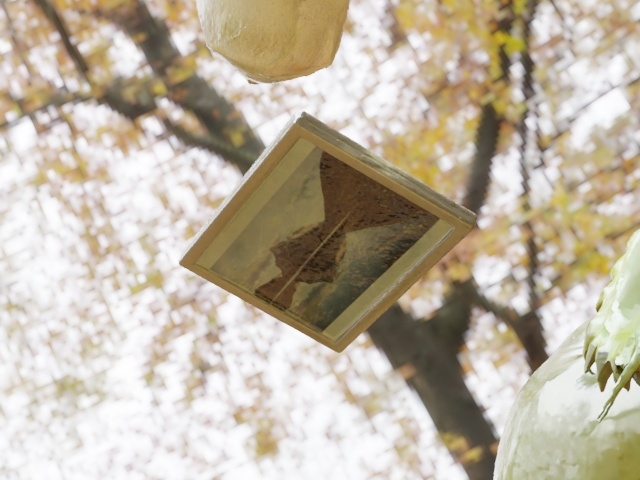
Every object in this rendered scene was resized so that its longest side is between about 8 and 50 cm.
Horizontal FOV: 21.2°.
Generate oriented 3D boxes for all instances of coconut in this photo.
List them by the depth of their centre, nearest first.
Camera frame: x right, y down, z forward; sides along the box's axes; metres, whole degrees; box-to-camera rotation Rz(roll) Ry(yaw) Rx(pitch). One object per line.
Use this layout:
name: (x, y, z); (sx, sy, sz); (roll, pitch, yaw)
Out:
coconut: (-0.047, -0.238, 1.755); (0.161, 0.161, 0.162); (-11, -50, -33)

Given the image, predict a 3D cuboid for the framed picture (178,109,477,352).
framed picture: (0.000, 0.000, 1.243); (0.150, 0.015, 0.203); (30, -41, -12)

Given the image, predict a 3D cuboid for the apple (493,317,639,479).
apple: (0.291, 0.226, 1.347); (0.320, 0.360, 0.311); (-19, 5, 6)

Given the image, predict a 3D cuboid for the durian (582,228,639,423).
durian: (0.268, -0.050, 0.921); (0.355, 0.157, 0.169); (-50, -35, 11)
